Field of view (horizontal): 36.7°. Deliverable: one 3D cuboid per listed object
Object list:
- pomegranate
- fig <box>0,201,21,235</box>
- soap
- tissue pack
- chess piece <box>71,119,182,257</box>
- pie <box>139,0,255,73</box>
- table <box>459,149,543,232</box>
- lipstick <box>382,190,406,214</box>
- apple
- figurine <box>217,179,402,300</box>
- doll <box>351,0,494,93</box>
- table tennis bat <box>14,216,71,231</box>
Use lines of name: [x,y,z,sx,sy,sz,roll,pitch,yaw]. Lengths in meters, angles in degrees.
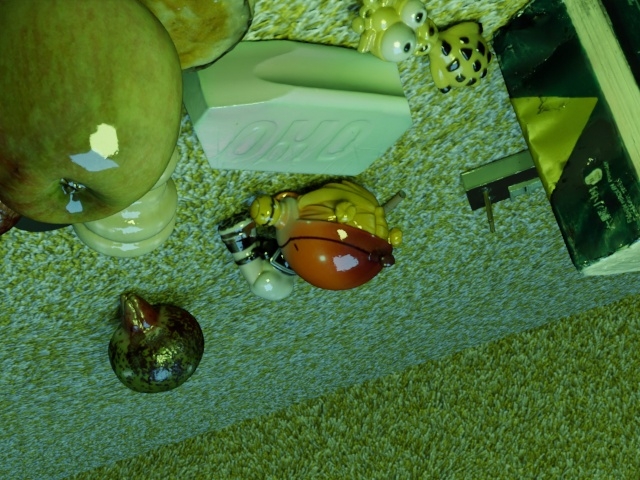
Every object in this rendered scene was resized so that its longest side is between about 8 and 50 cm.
pomegranate: [-0.368,0.209,2.098,0.214,0.214,0.248,-18,121,3]
fig: [-0.511,-0.088,1.354,0.146,0.134,0.201,-28,148,5]
soap: [-0.049,-0.193,1.425,0.346,0.115,0.208,0,152,-34]
tissue pack: [0.462,-0.181,1.421,0.264,0.417,0.253,-2,156,-36]
chess piece: [-0.276,-0.113,1.421,0.166,0.167,0.300,-7,152,-22]
pie: [-0.246,-0.271,1.162,0.338,0.077,0.339,-7,159,-3]
table: [0.418,-0.107,1.951,0.240,0.111,0.121,-20,158,9]
lipstick: [0.141,-0.071,1.967,0.019,0.019,0.094,1,153,-36]
apple: [-0.275,-0.149,1.044,0.256,0.234,0.257,-3,153,-2]
figurine: [-0.001,0.005,1.815,0.323,0.196,0.320,-19,154,35]
doll: [0.156,-0.287,1.387,0.291,0.086,0.117,13,104,-47]
table tennis bat: [-0.462,-0.065,1.566,0.138,0.022,0.246,-16,159,-1]
